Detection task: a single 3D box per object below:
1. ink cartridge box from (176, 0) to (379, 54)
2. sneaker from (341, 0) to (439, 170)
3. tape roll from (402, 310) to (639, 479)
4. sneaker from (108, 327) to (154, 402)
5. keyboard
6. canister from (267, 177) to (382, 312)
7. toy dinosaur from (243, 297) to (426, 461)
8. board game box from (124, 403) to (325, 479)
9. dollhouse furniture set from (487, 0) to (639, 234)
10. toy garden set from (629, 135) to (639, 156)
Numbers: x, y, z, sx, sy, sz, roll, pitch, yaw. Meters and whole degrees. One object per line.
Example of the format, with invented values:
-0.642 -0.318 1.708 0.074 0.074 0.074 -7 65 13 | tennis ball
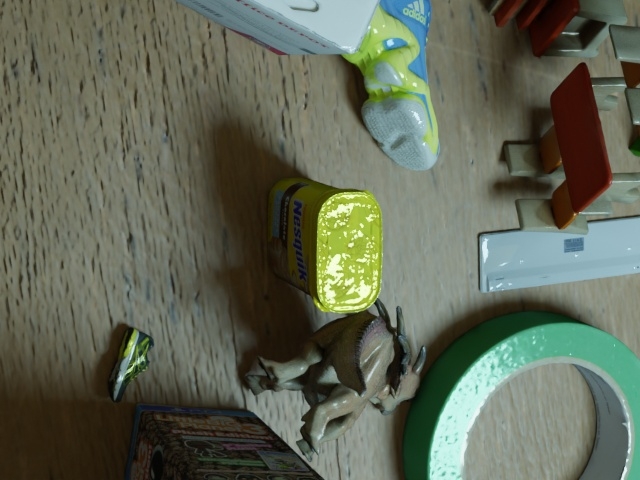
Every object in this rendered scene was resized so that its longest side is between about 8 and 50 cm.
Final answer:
-0.052 -0.257 1.294 0.158 0.218 0.092 25 90 -23 | ink cartridge box
0.097 -0.196 1.431 0.126 0.091 0.240 -49 133 -29 | sneaker
0.260 0.248 1.576 0.321 0.077 0.321 -4 100 -21 | tape roll
-0.204 0.138 1.404 0.035 0.031 0.083 18 92 -23 | sneaker
0.310 0.015 1.591 0.256 0.014 0.072 -6 96 -20 | keyboard
0.000 0.000 1.383 0.073 0.170 0.126 -3 100 -20 | canister
0.038 0.129 1.397 0.200 0.296 0.127 -33 79 -14 | toy dinosaur
-0.110 0.320 1.330 0.141 0.291 0.232 8 96 -21 | board game box
0.278 -0.161 1.436 0.135 0.262 0.259 2 65 -19 | dollhouse furniture set
0.509 -0.174 1.530 0.049 0.204 0.244 41 84 -24 | toy garden set
